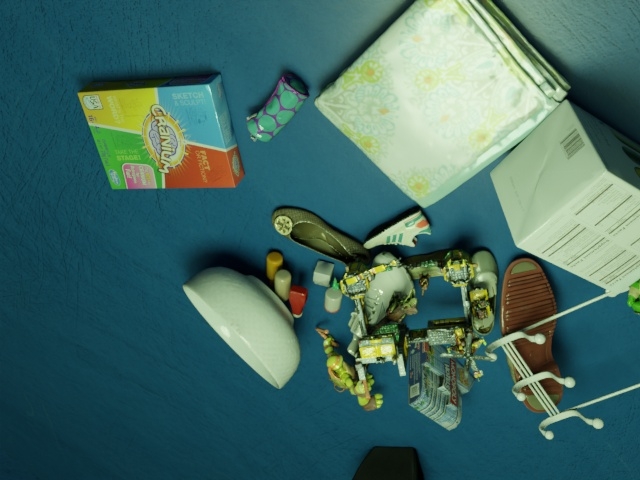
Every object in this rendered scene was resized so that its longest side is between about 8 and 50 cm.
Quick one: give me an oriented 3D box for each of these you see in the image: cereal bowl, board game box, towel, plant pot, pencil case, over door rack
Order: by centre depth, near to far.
[{"bbox_3d":[0.220,-0.268,1.238,0.320,0.090,0.374,44,125,-11],"label":"towel"},{"bbox_3d":[0.533,0.243,1.331,0.324,0.108,0.239,-33,99,17],"label":"over door rack"},{"bbox_3d":[-0.090,-0.268,1.347,0.070,0.064,0.152,29,128,-24],"label":"pencil case"},{"bbox_3d":[-0.345,-0.233,1.453,0.317,0.064,0.242,0,123,18],"label":"board game box"},{"bbox_3d":[-0.167,0.187,1.585,0.339,0.141,0.339,42,164,15],"label":"cereal bowl"},{"bbox_3d":[0.298,0.345,1.595,0.194,0.194,0.060,35,129,-26],"label":"board game box"},{"bbox_3d":[0.205,0.682,1.845,0.188,0.167,0.187,-6,122,22],"label":"plant pot"}]

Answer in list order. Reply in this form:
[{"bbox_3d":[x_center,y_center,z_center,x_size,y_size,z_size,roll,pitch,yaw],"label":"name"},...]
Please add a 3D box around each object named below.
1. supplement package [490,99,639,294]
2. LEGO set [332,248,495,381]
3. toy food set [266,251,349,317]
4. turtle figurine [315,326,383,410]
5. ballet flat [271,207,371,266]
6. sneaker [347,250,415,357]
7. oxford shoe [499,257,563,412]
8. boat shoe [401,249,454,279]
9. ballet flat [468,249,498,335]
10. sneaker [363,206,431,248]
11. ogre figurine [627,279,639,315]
[{"bbox_3d":[0.482,-0.072,1.170,0.263,0.199,0.198,22,130,-25],"label":"supplement package"},{"bbox_3d":[0.185,0.156,1.350,0.331,0.192,0.254,-1,106,11],"label":"LEGO set"},{"bbox_3d":[-0.027,0.119,1.570,0.232,0.111,0.104,14,139,7],"label":"toy food set"},{"bbox_3d":[0.074,0.343,1.632,0.087,0.269,0.217,-43,131,-3],"label":"turtle figurine"},{"bbox_3d":[0.000,0.000,1.507,0.250,0.058,0.084,27,126,-2],"label":"ballet flat"},{"bbox_3d":[0.132,0.160,1.515,0.111,0.129,0.297,36,135,40],"label":"sneaker"},{"bbox_3d":[0.448,0.200,1.469,0.123,0.130,0.348,-8,102,-1],"label":"oxford shoe"},{"bbox_3d":[0.257,0.060,1.471,0.153,0.056,0.048,-10,129,25],"label":"boat shoe"},{"bbox_3d":[0.365,0.121,1.464,0.072,0.068,0.213,-10,124,-5],"label":"ballet flat"},{"bbox_3d":[0.169,-0.007,1.449,0.161,0.057,0.075,-31,104,29],"label":"sneaker"},{"bbox_3d":[0.685,0.077,1.325,0.118,0.097,0.197,7,111,35],"label":"ogre figurine"}]
